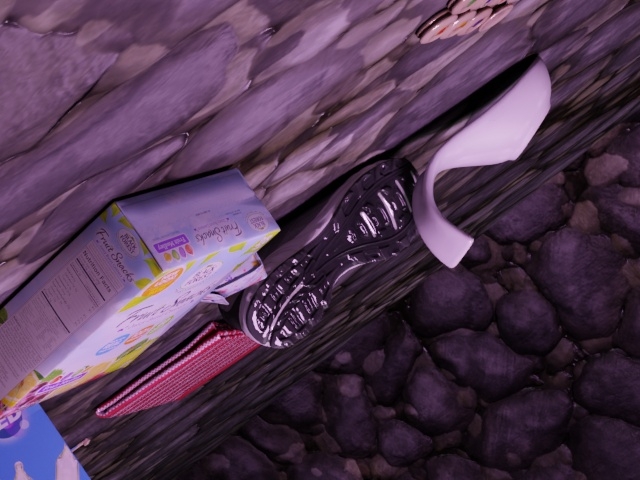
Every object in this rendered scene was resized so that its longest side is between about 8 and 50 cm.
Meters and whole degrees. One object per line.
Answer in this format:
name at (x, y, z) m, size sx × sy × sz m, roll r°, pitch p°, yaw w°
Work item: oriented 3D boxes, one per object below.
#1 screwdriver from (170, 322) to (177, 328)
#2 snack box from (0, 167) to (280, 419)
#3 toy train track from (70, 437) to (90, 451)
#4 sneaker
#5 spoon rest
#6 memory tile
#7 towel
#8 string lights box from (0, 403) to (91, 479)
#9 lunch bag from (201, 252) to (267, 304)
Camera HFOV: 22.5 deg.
screwdriver at (-0.191, 0.084, 1.585) m, size 0.024 × 0.025 × 0.170 m, roll -38°, pitch 163°, yaw 23°
snack box at (-0.155, 0.040, 1.245) m, size 0.207 × 0.070 × 0.174 m, roll -42°, pitch 170°, yaw 29°
toy train track at (-0.347, 0.299, 2.199) m, size 0.083 × 0.014 × 0.048 m, roll -37°, pitch 173°, yaw 4°
sneaker at (0.000, 0.000, 1.672) m, size 0.271 × 0.100 × 0.108 m, roll -40°, pitch -152°, yaw -24°
spoon rest at (0.170, -0.097, 1.718) m, size 0.276 × 0.084 × 0.137 m, roll -58°, pitch 180°, yaw -38°
memory tile at (0.143, -0.200, 1.302) m, size 0.113 × 0.012 × 0.148 m, roll -40°, pitch 172°, yaw 31°
towel at (-0.166, 0.161, 2.096) m, size 0.199 × 0.031 × 0.275 m, roll -35°, pitch 171°, yaw 12°
string lights box at (-0.247, 0.236, 1.311) m, size 0.133 × 0.260 × 0.077 m, roll -33°, pitch 173°, yaw -27°
lunch bag at (-0.096, 0.032, 1.528) m, size 0.083 × 0.053 × 0.071 m, roll -26°, pitch 170°, yaw -4°
